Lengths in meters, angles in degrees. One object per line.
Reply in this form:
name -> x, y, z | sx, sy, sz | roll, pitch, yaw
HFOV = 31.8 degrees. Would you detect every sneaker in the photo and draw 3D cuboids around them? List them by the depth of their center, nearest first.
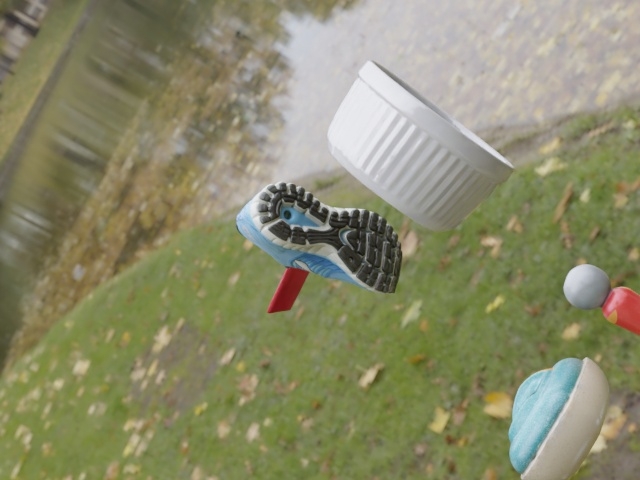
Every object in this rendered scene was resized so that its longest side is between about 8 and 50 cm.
sneaker -> 0.000, 0.000, 0.948 | 0.073, 0.162, 0.063 | -17, 51, 54

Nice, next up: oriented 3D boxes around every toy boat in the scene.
toy boat -> 0.366, 0.197, 1.655 | 0.318, 0.148, 0.267 | -62, -11, 11

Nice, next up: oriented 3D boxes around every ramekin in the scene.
ramekin -> 0.104, -0.100, 1.259 | 0.109, 0.207, 0.207 | -53, 18, 12

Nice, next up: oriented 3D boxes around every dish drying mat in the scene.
dish drying mat -> -0.032, 0.046, 1.211 | 0.008, 0.032, 0.083 | 54, 135, 33
